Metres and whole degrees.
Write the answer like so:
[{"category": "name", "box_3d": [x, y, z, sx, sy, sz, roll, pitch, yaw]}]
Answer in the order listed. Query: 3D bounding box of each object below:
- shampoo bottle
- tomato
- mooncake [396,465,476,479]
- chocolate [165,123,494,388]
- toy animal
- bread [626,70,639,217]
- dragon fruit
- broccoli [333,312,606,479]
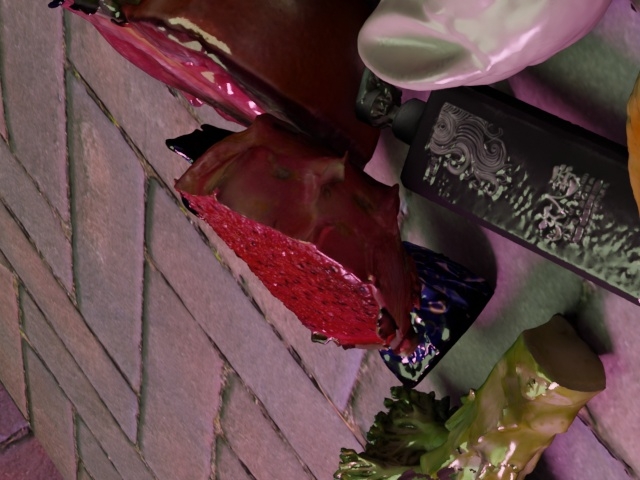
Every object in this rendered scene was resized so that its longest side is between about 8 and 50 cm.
[{"category": "shampoo bottle", "box_3d": [0.150, -0.056, 1.128, 0.309, 0.071, 0.098, 30, 112, 36]}, {"category": "tomato", "box_3d": [-0.062, -0.204, 1.342, 0.289, 0.176, 0.335, 36, 172, -38]}, {"category": "mooncake", "box_3d": [0.126, 0.073, 1.229, 0.150, 0.347, 0.057, 26, -173, -11]}, {"category": "chocolate", "box_3d": [-0.004, -0.001, 1.366, 0.343, 0.148, 0.126, 36, 140, 1]}, {"category": "toy animal", "box_3d": [0.053, -0.228, 1.072, 0.357, 0.194, 0.258, 41, 108, 30]}, {"category": "bread", "box_3d": [0.285, -0.027, 0.876, 0.244, 0.134, 0.244, 159, 90, -79]}, {"category": "dragon fruit", "box_3d": [0.023, -0.002, 1.191, 0.161, 0.126, 0.274, 21, 160, 40]}, {"category": "broccoli", "box_3d": [0.164, 0.224, 1.365, 0.361, 0.221, 0.252, 136, 135, -62]}]
